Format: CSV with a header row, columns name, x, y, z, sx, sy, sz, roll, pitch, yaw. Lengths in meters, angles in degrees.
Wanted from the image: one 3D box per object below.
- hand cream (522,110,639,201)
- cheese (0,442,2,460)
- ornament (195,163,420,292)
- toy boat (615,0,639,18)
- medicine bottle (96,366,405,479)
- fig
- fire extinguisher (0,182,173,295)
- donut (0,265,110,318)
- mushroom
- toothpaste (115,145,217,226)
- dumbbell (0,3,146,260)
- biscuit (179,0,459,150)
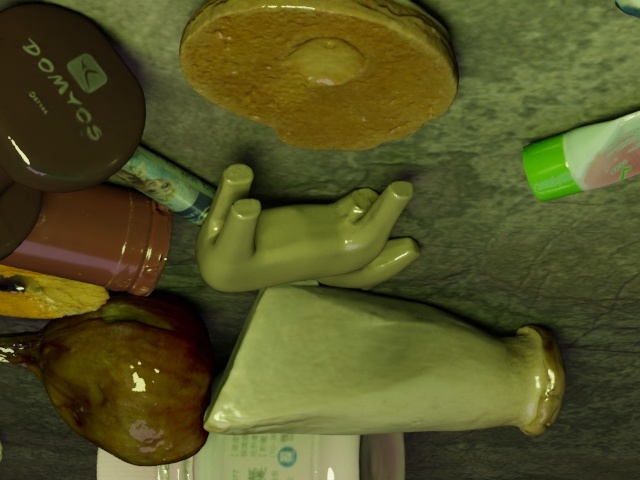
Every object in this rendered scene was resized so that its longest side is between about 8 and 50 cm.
name,x,y,z,sx,sy,sz,roll,pitch,yaw
hand cream,0.291,-0.088,0.996,0.275,0.050,0.079,-16,175,26
cheese,-0.499,0.298,1.933,0.084,0.041,0.060,13,151,16
ornament,0.000,0.000,1.171,0.230,0.061,0.245,-8,158,-19
toy boat,0.310,-0.137,0.781,0.262,0.114,0.115,12,142,-6
medicine bottle,-0.079,0.269,1.560,0.324,0.256,0.256,-2,155,17
fig,-0.238,0.133,1.350,0.290,0.191,0.190,15,153,-32
fire extinguisher,-0.271,-0.018,1.137,0.269,0.105,0.105,14,153,-22
donut,-0.298,0.019,1.262,0.190,0.075,0.174,4,155,-11
mushroom,0.069,0.132,1.379,0.407,0.154,0.137,4,150,-22
toothpaste,-0.142,-0.054,1.127,0.062,0.037,0.216,-2,156,41
dumbbell,-0.239,-0.072,0.976,0.140,0.124,0.225,53,140,-9
biscuit,0.001,-0.130,0.923,0.208,0.049,0.181,24,148,-39
